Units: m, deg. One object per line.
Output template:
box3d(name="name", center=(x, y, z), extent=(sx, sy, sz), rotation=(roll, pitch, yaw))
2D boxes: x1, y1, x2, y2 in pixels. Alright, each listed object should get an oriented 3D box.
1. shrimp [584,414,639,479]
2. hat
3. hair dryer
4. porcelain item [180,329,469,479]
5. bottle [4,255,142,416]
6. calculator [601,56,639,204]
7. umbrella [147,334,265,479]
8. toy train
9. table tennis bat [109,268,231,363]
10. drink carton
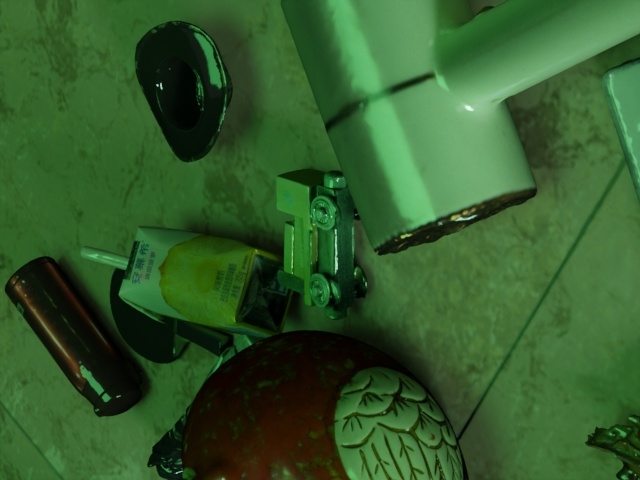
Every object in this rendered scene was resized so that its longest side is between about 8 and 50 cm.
box3d(name="shrimp", center=(0.271, 0.127, 1.189), extent=(0.217, 0.051, 0.115), rotation=(-4, 93, 46))
box3d(name="hat", center=(-0.103, -0.127, 1.475), extent=(0.121, 0.050, 0.121), rotation=(21, 121, 39))
box3d(name="hair dryer", center=(0.136, -0.136, 1.180), extent=(0.362, 0.128, 0.203), rotation=(-25, 83, 46))
box3d(name="porcelain item", center=(-0.020, 0.194, 1.366), extent=(0.253, 0.253, 0.253), rotation=(15, 113, 41))
box3d(name="bottle", center=(-0.225, 0.091, 1.660), extent=(0.164, 0.060, 0.060), rotation=(51, 132, 21))
box3d(name="calculator", center=(0.297, -0.069, 1.123), extent=(0.262, 0.021, 0.161), rotation=(-20, 88, 45))
box3d(name="umbrella", center=(-0.089, 0.144, 1.552), extent=(0.050, 0.046, 0.188), rotation=(49, 126, 18))
box3d(name="toy train", center=(0.000, 0.000, 1.416), extent=(0.081, 0.050, 0.122), rotation=(20, 116, 44))
box3d(name="table tennis bat", center=(-0.137, 0.070, 1.595), extent=(0.158, 0.014, 0.095), rotation=(22, 116, 40))
box3d(name="drink carton", center=(-0.114, 0.031, 1.512), extent=(0.200, 0.074, 0.084), rotation=(11, 85, 43))
